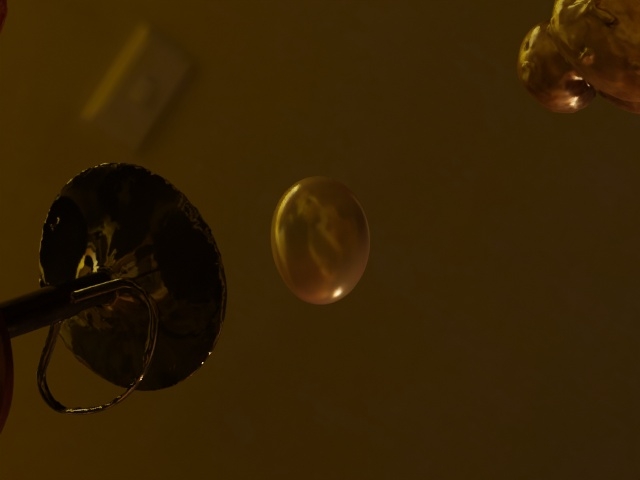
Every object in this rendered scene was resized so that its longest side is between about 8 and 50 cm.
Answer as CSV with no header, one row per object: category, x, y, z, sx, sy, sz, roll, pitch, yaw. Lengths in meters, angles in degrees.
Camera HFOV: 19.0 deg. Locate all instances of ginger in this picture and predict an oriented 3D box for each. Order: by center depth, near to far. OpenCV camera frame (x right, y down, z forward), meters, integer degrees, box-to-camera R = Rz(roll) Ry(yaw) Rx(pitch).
ginger,0.319,-0.191,1.889,0.244,0.155,0.304,-3,-6,-9

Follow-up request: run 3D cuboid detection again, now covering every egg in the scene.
egg,0.000,0.000,1.985,0.103,0.135,0.103,-4,13,1

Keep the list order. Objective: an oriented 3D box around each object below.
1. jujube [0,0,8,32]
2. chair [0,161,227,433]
jujube,-0.418,-0.257,1.869,0.250,0.174,0.174,27,-7,32
chair,-0.283,0.070,1.666,0.226,0.226,0.401,30,24,24
